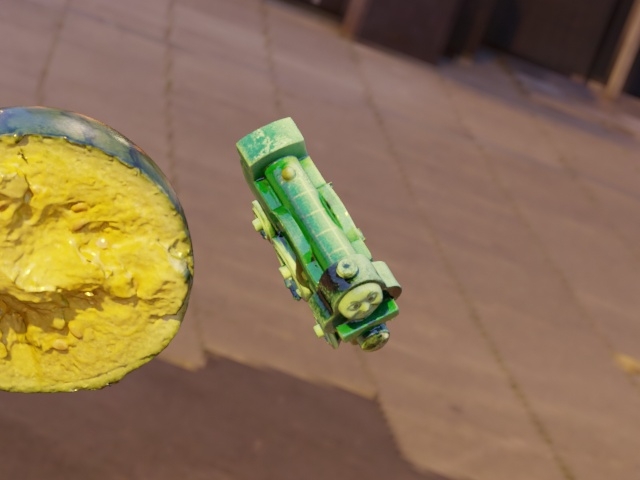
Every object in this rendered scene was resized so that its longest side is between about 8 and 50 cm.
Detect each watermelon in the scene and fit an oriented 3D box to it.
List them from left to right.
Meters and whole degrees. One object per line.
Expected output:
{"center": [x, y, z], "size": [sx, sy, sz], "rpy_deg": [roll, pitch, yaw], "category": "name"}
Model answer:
{"center": [-0.093, -0.003, 0.646], "size": [0.105, 0.105, 0.062], "rpy_deg": [16, 37, -17], "category": "watermelon"}

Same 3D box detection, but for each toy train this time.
{"center": [0.000, 0.000, 1.489], "size": [0.178, 0.071, 0.104], "rpy_deg": [59, -9, 28], "category": "toy train"}
